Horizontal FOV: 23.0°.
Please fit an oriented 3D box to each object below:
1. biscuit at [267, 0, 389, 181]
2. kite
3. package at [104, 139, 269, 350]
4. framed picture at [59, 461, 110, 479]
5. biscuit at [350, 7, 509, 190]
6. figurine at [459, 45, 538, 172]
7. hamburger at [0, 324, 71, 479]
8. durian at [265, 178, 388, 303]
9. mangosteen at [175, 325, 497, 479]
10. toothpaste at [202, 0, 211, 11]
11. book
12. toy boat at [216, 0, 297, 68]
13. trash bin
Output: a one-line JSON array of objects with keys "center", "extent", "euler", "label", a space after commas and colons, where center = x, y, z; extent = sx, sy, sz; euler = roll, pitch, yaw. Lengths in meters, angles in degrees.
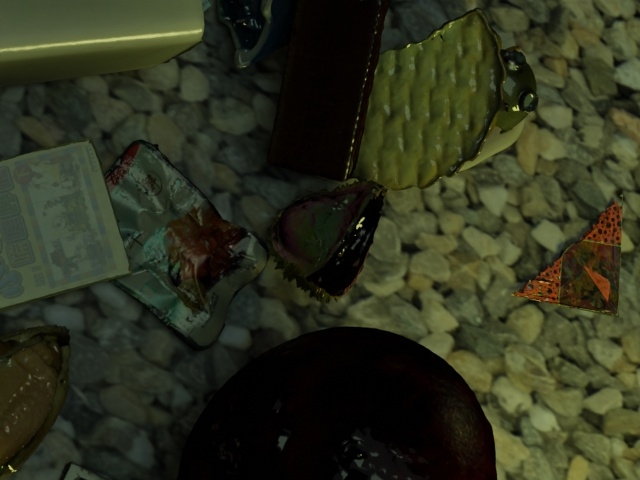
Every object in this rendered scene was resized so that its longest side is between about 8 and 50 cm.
[{"center": [0.009, -0.200, 1.878], "extent": [0.106, 0.070, 0.252], "euler": [13, 107, 7], "label": "biscuit"}, {"center": [0.360, 0.053, 2.080], "extent": [0.222, 0.008, 0.125], "euler": [-39, 98, -20], "label": "kite"}, {"center": [-0.178, 0.007, 1.866], "extent": [0.232, 0.040, 0.166], "euler": [43, 72, -10], "label": "package"}, {"center": [-0.217, 0.394, 1.816], "extent": [0.260, 0.023, 0.189], "euler": [29, 72, -15], "label": "framed picture"}, {"center": [0.108, -0.155, 1.927], "extent": [0.273, 0.036, 0.187], "euler": [-19, 96, 14], "label": "biscuit"}, {"center": [0.172, -0.172, 1.965], "extent": [0.250, 0.141, 0.167], "euler": [-12, 90, -21], "label": "figurine"}, {"center": [-0.367, 0.182, 1.743], "extent": [0.207, 0.135, 0.155], "euler": [-35, 113, -35], "label": "hamburger"}, {"center": [-0.003, -0.002, 1.917], "extent": [0.108, 0.119, 0.187], "euler": [22, 58, 21], "label": "durian"}, {"center": [0.022, 0.307, 1.749], "extent": [0.381, 0.381, 0.421], "euler": [-31, 133, -21], "label": "mangosteen"}, {"center": [-0.168, -0.265, 1.910], "extent": [0.083, 0.020, 0.017], "euler": [-45, 102, -19], "label": "toothpaste"}, {"center": [-0.331, -0.015, 1.811], "extent": [0.192, 0.013, 0.168], "euler": [-16, 90, -13], "label": "book"}, {"center": [-0.094, -0.361, 1.890], "extent": [0.142, 0.129, 0.309], "euler": [-4, 91, -35], "label": "toy boat"}, {"center": [-0.329, -0.262, 1.744], "extent": [0.367, 0.256, 0.296], "euler": [-6, 84, -29], "label": "trash bin"}]
